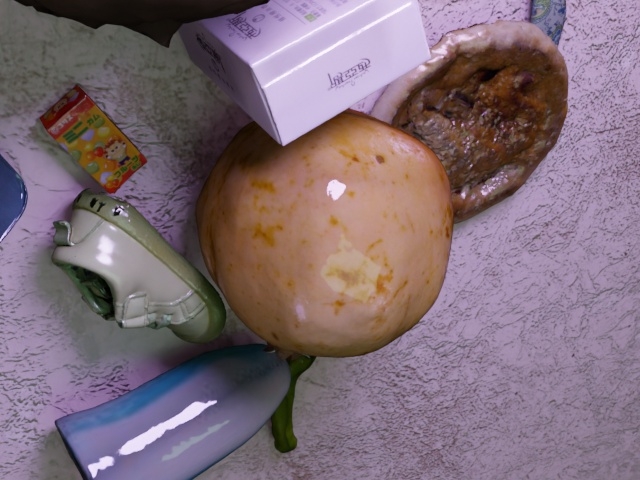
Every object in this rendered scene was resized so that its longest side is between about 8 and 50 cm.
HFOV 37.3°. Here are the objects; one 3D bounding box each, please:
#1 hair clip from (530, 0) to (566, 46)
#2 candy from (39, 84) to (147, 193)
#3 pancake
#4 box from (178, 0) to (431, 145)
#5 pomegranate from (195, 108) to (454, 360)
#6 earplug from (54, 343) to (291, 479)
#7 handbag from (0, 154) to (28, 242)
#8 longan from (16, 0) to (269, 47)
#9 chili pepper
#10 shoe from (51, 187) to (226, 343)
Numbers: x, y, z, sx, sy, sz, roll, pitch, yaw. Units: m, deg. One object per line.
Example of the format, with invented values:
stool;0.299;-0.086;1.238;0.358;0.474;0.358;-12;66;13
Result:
hair clip;0.318;-0.325;1.353;0.066;0.036;0.229;-13;124;-14
candy;-0.266;-0.118;1.118;0.062;0.038;0.122;-42;131;-3
pancake;0.212;-0.161;1.367;0.356;0.065;0.356;-15;129;-19
box;-0.034;-0.241;1.041;0.194;0.260;0.111;-31;134;-11
pomegranate;0.000;0.000;1.182;0.342;0.342;0.343;-15;125;-23
earplug;-0.181;0.253;1.320;0.324;0.185;0.185;-28;129;-21
handbag;-0.431;-0.023;0.998;0.229;0.062;0.179;-60;137;-28
longan;-0.156;-0.360;0.819;0.391;0.391;0.391;-15;125;-23
chili pepper;-0.049;0.244;1.469;0.052;0.050;0.202;-19;130;-42
shoe;-0.235;0.047;1.185;0.128;0.140;0.262;-43;127;-15
